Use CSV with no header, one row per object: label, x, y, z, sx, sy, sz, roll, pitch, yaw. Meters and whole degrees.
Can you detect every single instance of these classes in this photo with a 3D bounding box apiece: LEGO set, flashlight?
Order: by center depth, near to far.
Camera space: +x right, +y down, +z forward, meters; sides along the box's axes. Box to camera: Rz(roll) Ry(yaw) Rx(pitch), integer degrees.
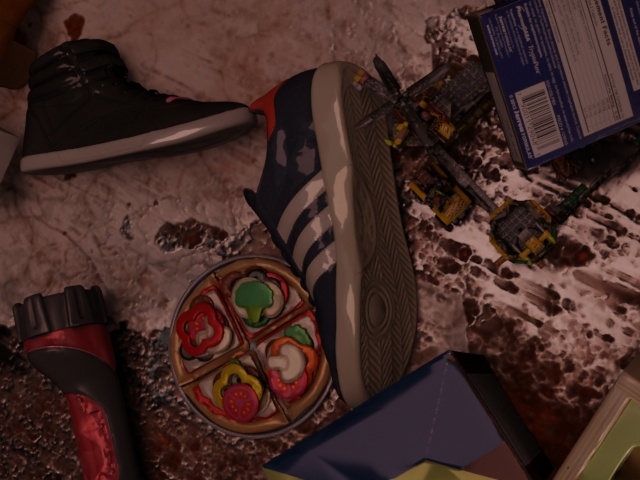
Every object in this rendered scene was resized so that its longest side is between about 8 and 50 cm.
LEGO set,0.211,-0.137,0.882,0.331,0.192,0.255,-36,76,12
flashlight,-0.259,0.205,1.050,0.103,0.103,0.304,-16,80,15

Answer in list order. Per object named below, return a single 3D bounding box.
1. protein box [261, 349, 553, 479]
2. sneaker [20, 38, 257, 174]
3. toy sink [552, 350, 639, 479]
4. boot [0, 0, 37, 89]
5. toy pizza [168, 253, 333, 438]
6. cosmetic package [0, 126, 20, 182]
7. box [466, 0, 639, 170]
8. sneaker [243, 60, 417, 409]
protein box,0.089,0.210,0.883,0.200,0.201,0.136,-34,74,10
sneaker,-0.215,-0.162,1.064,0.296,0.104,0.147,-7,89,21
toy sink,0.280,0.234,0.828,0.153,0.131,0.234,35,113,21
boot,-0.387,-0.323,1.078,0.104,0.211,0.295,7,87,17
toy pizza,-0.078,0.115,1.037,0.201,0.032,0.201,-2,85,18
cosmetic package,-0.465,-0.125,1.140,0.239,0.060,0.099,28,96,32
box,0.247,-0.163,0.799,0.225,0.036,0.136,-22,104,-6
sneaker,0.000,0.000,0.986,0.148,0.131,0.350,-8,84,33
